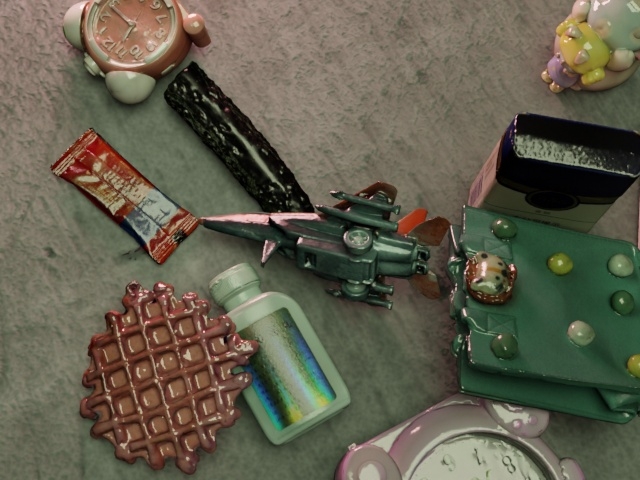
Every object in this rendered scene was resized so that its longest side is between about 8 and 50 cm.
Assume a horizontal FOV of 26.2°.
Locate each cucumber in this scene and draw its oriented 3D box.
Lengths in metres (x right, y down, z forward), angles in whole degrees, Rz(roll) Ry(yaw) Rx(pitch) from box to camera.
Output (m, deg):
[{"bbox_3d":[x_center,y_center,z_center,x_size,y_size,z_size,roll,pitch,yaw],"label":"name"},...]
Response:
[{"bbox_3d":[-0.097,-0.115,1.853,0.072,0.072,0.300,-40,84,-15],"label":"cucumber"}]

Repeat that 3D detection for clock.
[{"bbox_3d":[0.201,0.356,1.736,0.295,0.113,0.322,-26,80,-13],"label":"clock"},{"bbox_3d":[-0.252,-0.279,1.874,0.162,0.093,0.166,-38,78,-6],"label":"clock"}]

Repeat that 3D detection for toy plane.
[{"bbox_3d":[0.000,0.005,1.773,0.326,0.223,0.104,4,45,2],"label":"toy plane"}]

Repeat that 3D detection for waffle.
[{"bbox_3d":[-0.199,0.176,1.736,0.221,0.055,0.234,29,94,12],"label":"waffle"}]

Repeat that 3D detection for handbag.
[{"bbox_3d":[0.300,0.088,1.757,0.274,0.100,0.268,16,49,-13],"label":"handbag"}]

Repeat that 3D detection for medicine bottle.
[{"bbox_3d":[-0.064,0.140,1.777,0.121,0.083,0.229,-30,81,-5],"label":"medicine bottle"}]

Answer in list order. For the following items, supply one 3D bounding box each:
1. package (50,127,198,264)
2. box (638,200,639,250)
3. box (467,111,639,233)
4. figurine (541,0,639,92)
[{"bbox_3d":[-0.261,-0.060,1.840,0.200,0.022,0.083,41,75,4],"label":"package"},{"bbox_3d":[0.542,-0.013,1.879,0.194,0.111,0.260,9,71,-6],"label":"box"},{"bbox_3d":[0.298,-0.077,1.789,0.168,0.259,0.071,10,71,-3],"label":"box"},{"bbox_3d":[0.395,-0.291,1.872,0.155,0.235,0.127,-20,78,-12],"label":"figurine"}]
